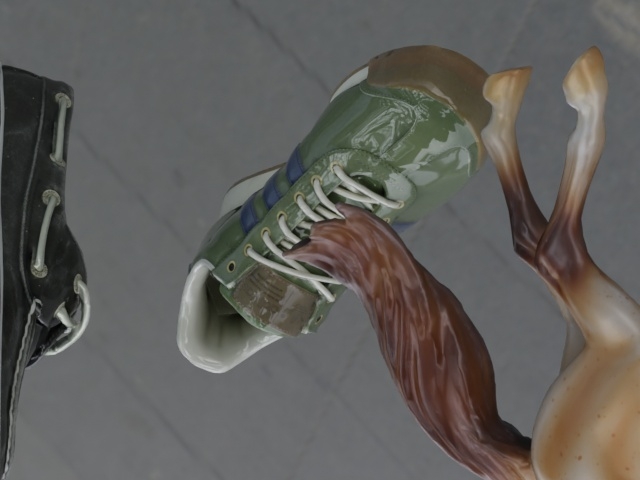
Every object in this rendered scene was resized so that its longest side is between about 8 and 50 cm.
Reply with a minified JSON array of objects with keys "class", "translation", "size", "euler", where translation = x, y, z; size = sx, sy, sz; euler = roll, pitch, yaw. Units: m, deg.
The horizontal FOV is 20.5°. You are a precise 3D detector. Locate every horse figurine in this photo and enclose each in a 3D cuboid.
[{"class":"horse figurine","translation":[0.122,0.027,0.487],"size":[0.263,0.066,0.174],"euler":[-7,91,29]}]

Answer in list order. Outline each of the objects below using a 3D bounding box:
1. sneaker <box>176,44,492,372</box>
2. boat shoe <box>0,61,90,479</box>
[{"class":"sneaker","translation":[0.000,0.000,0.696],"size":[0.064,0.086,0.192],"euler":[34,148,-14]},{"class":"boat shoe","translation":[-0.132,0.014,0.755],"size":[0.078,0.070,0.219],"euler":[132,143,-50]}]
